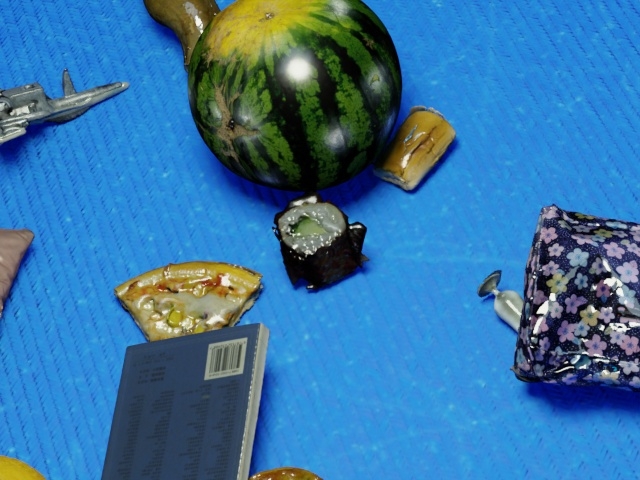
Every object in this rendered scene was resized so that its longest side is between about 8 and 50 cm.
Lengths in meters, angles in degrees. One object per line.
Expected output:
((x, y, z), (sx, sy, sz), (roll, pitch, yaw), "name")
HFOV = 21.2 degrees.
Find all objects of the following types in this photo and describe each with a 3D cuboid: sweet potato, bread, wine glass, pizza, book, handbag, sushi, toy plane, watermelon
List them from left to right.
((-0.380, -0.179, 2.243), (0.262, 0.088, 0.192), (-27, 26, -13), "toy plane")
((-0.197, -0.323, 2.306), (0.085, 0.112, 0.286), (-25, 47, -11), "sweet potato")
((-0.170, 0.096, 2.029), (0.184, 0.036, 0.176), (4, 56, 15), "pizza")
((-0.157, 0.225, 1.897), (0.191, 0.025, 0.269), (-12, 54, 28), "book")
((-0.029, -0.186, 2.073), (0.269, 0.269, 0.269), (-6, 54, 8), "watermelon")
((-0.002, 0.000, 2.035), (0.098, 0.084, 0.094), (-23, 50, -11), "sushi")
((0.117, -0.116, 2.114), (0.072, 0.053, 0.106), (27, 69, 31), "bread")
((0.219, 0.075, 1.961), (0.042, 0.039, 0.083), (-50, 58, 12), "wine glass")
((0.326, 0.068, 1.889), (0.207, 0.127, 0.229), (10, 59, 4), "handbag")

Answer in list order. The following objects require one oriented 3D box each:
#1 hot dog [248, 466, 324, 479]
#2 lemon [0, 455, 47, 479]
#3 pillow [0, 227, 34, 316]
((-0.052, 0.301, 1.837), (0.147, 0.065, 0.099), (-24, 47, -8), "hot dog")
((-0.355, 0.303, 1.853), (0.187, 0.142, 0.142), (27, 64, 25), "lemon")
((-0.479, 0.069, 2.082), (0.223, 0.084, 0.236), (2, 57, 11), "pillow")
